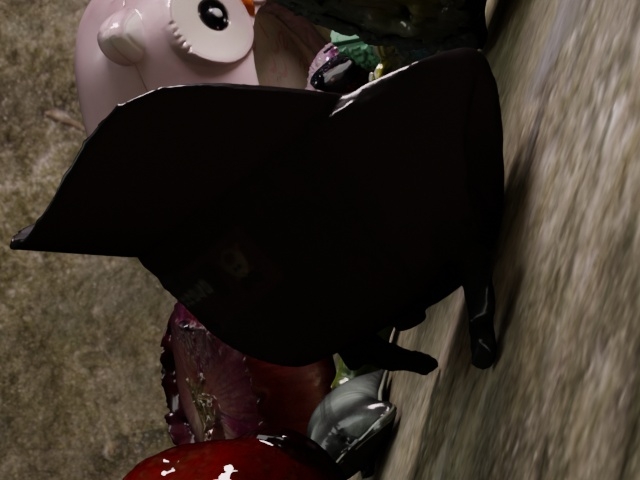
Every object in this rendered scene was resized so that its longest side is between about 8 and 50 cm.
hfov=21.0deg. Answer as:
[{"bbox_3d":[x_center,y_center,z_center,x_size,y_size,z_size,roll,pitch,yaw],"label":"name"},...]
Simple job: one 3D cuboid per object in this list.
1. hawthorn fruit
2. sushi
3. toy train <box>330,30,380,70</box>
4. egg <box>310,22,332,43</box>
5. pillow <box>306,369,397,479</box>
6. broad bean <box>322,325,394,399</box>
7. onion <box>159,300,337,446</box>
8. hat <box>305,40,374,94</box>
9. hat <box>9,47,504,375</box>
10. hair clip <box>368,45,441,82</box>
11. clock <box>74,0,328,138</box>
[{"bbox_3d":[-0.062,0.255,1.149,0.250,0.215,0.215,-91,16,-53],"label":"hawthorn fruit"},{"bbox_3d":[0.059,-0.277,1.381,0.238,0.225,0.219,158,132,-81],"label":"sushi"},{"bbox_3d":[0.076,-0.210,1.637,0.172,0.070,0.099,-2,65,55],"label":"toy train"},{"bbox_3d":[0.055,-0.354,1.942,0.337,0.201,0.337,-165,90,-84],"label":"egg"},{"bbox_3d":[0.022,0.146,1.353,0.136,0.055,0.091,-97,26,-76],"label":"pillow"},{"bbox_3d":[0.054,0.023,1.457,0.052,0.053,0.256,2,74,57],"label":"broad bean"},{"bbox_3d":[-0.067,0.140,1.688,0.161,0.248,0.248,-35,-17,-30],"label":"onion"},{"bbox_3d":[0.059,-0.168,1.759,0.227,0.140,0.129,159,102,-69],"label":"hat"},{"bbox_3d":[-0.010,0.019,1.067,0.238,0.336,0.209,-39,70,54],"label":"hat"},{"bbox_3d":[0.080,-0.175,1.524,0.049,0.116,0.172,-5,93,49],"label":"hair clip"},{"bbox_3d":[-0.134,-0.151,1.980,0.250,0.377,0.368,-20,33,24],"label":"clock"}]
